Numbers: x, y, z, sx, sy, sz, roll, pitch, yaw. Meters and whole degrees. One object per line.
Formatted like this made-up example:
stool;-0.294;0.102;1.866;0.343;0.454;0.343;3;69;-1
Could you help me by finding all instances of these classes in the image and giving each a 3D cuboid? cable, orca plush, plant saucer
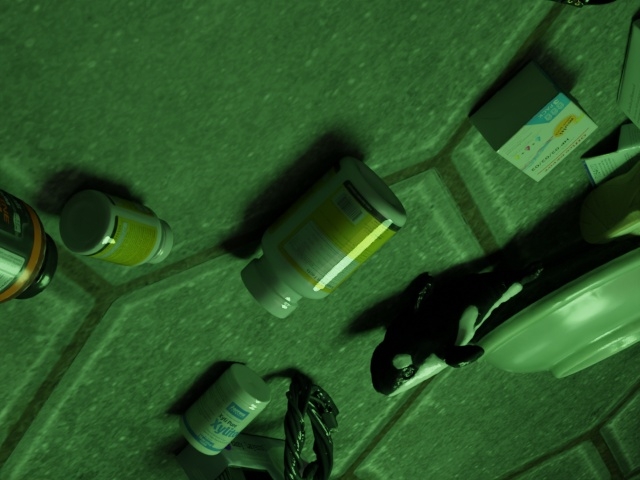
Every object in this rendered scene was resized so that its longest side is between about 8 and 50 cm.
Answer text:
cable;-0.023;0.266;2.051;0.184;0.047;0.150;65;37;-55
orca plush;0.174;0.090;2.042;0.287;0.151;0.102;-28;120;-10
plant saucer;0.420;0.114;2.239;0.401;0.100;0.400;-25;167;-6

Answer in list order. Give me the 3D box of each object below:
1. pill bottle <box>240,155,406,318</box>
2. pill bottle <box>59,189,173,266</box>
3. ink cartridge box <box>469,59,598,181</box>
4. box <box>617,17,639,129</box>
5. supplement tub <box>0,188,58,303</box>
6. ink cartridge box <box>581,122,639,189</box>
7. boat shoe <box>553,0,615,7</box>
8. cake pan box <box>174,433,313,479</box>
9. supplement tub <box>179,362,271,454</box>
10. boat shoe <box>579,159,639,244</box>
pill bottle;0.000;0.000;1.694;0.184;0.103;0.103;-43;152;13
pill bottle;-0.198;-0.009;1.495;0.065;0.065;0.116;-45;151;16
ink cartridge box;0.266;-0.138;1.829;0.104;0.061;0.181;-43;152;13
box;0.484;-0.222;1.885;0.181;0.119;0.182;-30;152;-13
supplement tub;-0.314;-0.004;1.329;0.106;0.106;0.198;-41;153;8
ink cartridge box;0.487;-0.112;2.101;0.224;0.045;0.223;-12;157;15
boat shoe;0.282;-0.280;1.651;0.133;0.042;0.049;-10;145;-38
cake pan box;-0.055;0.374;2.063;0.070;0.245;0.267;-47;150;12
supplement tub;-0.123;0.216;1.926;0.107;0.071;0.071;-46;151;19
boat shoe;0.467;-0.060;2.039;0.092;0.102;0.285;2;161;-31
